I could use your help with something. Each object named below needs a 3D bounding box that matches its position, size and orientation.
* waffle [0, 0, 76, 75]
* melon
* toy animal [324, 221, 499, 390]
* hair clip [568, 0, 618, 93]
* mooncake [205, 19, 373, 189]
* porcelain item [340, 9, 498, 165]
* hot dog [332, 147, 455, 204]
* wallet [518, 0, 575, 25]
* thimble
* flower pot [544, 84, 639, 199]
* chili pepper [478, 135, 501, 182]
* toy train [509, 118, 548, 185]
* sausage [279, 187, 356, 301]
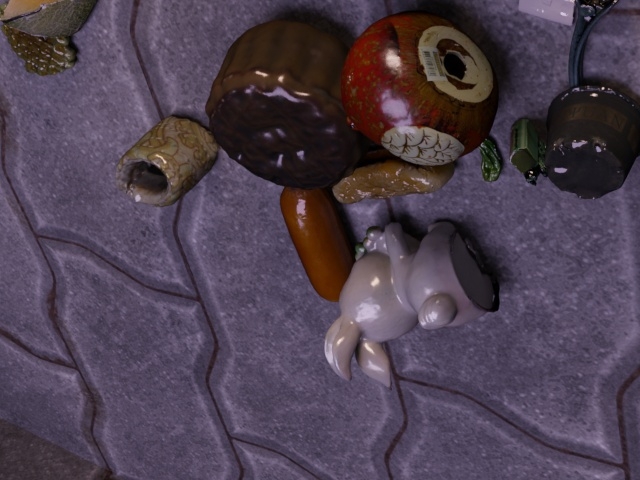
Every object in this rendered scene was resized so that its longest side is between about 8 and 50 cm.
[{"bbox_3d":[-0.567,-0.406,2.315,0.183,0.036,0.169,-3,124,41],"label":"waffle"},{"bbox_3d":[-0.492,-0.439,2.198,0.202,0.093,0.139,-13,153,14],"label":"melon"},{"bbox_3d":[0.149,0.108,2.077,0.310,0.247,0.183,-23,142,27],"label":"toy animal"},{"bbox_3d":[0.379,-0.268,1.667,0.070,0.039,0.229,21,143,19],"label":"hair clip"},{"bbox_3d":[-0.045,-0.211,1.932,0.290,0.161,0.290,15,143,11],"label":"mooncake"},{"bbox_3d":[0.132,-0.216,1.753,0.253,0.253,0.253,23,139,21],"label":"porcelain item"},{"bbox_3d":[0.116,-0.116,1.995,0.242,0.084,0.073,-5,125,44],"label":"hot dog"},{"bbox_3d":[0.324,-0.335,1.659,0.083,0.011,0.044,22,139,23],"label":"wallet"},{"bbox_3d":[-0.305,-0.150,2.262,0.190,0.143,0.137,-14,118,46],"label":"thimble"},{"bbox_3d":[0.397,-0.135,1.700,0.157,0.107,0.157,15,142,13],"label":"flower pot"},{"bbox_3d":[0.274,-0.133,1.891,0.034,0.030,0.091,33,148,52],"label":"chili pepper"},{"bbox_3d":[0.316,-0.133,1.766,0.038,0.148,0.071,-36,105,23],"label":"toy train"},{"bbox_3d":[0.001,0.000,2.195,0.105,0.105,0.274,6,132,36],"label":"sausage"}]
